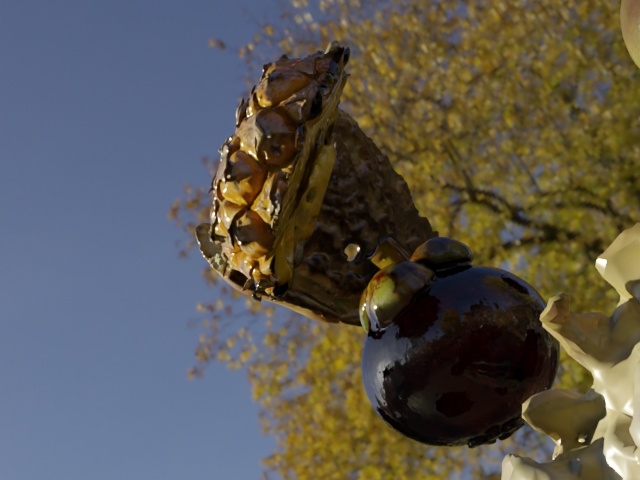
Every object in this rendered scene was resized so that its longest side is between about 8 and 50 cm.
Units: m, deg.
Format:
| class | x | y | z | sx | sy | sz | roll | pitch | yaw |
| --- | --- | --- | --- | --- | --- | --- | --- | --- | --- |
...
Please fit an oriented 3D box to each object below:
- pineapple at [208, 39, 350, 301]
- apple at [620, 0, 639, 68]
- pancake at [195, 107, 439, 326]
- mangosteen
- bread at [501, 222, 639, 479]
| class | x | y | z | sx | sy | sz | roll | pitch | yaw |
| --- | --- | --- | --- | --- | --- | --- | --- | --- | --- |
| pineapple | -0.035 | -0.057 | 0.962 | 0.076 | 0.224 | 0.225 | 16 | -33 | 8 |
| apple | 0.423 | -0.259 | 1.362 | 0.196 | 0.156 | 0.196 | -3 | -28 | -2 |
| pancake | 0.000 | 0.000 | 1.150 | 0.212 | 0.257 | 0.056 | -44 | 11 | -31 |
| mangosteen | 0.107 | 0.079 | 1.047 | 0.200 | 0.200 | 0.200 | -19 | -30 | -12 |
| bread | 0.162 | 0.090 | 0.294 | 0.149 | 0.274 | 0.274 | 20 | -52 | -42 |
